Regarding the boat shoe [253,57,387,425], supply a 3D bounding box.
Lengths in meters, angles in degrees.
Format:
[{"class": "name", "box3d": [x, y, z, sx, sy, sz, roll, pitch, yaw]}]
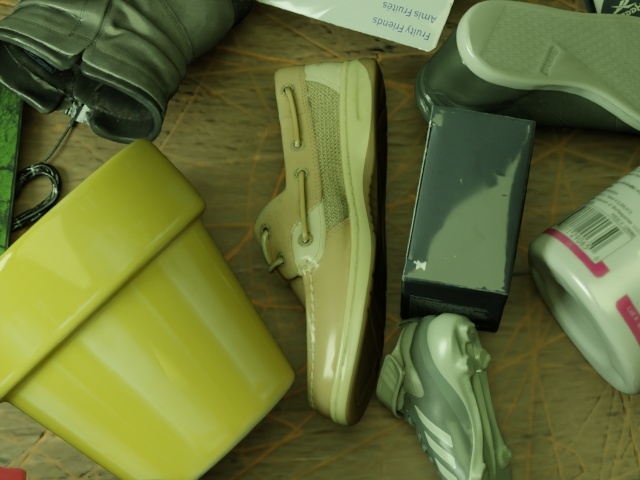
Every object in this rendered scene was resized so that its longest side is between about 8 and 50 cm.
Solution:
[{"class": "boat shoe", "box3d": [0.000, 0.000, 1.521, 0.110, 0.122, 0.341, -1, 65, 7]}]

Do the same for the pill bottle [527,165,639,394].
[{"class": "pill bottle", "box3d": [0.334, -0.008, 1.476, 0.283, 0.160, 0.160, -34, 76, -6]}]

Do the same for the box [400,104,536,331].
[{"class": "box", "box3d": [0.126, -0.015, 1.490, 0.093, 0.158, 0.156, 9, 76, 5]}]

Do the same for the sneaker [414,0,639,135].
[{"class": "sneaker", "box3d": [0.217, -0.136, 1.554, 0.295, 0.147, 0.105, 10, 70, -27]}]

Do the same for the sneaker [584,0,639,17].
[{"class": "sneaker", "box3d": [0.253, -0.249, 1.547, 0.094, 0.235, 0.153, -17, 84, 43]}]

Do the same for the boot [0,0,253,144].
[{"class": "boot", "box3d": [-0.246, -0.232, 1.541, 0.338, 0.118, 0.223, 25, 49, 13]}]

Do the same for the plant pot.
[{"class": "plant pot", "box3d": [-0.159, 0.084, 1.447, 0.254, 0.254, 0.239, -43, 93, -8]}]

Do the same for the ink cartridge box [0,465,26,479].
[{"class": "ink cartridge box", "box3d": [-0.317, 0.307, 1.368, 0.100, 0.172, 0.237, 13, 66, -34]}]

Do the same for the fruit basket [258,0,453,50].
[{"class": "fruit basket", "box3d": [0.016, -0.382, 1.577, 0.327, 0.165, 0.353, 21, 85, 24]}]

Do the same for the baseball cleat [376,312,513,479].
[{"class": "baseball cleat", "box3d": [0.109, 0.166, 1.497, 0.109, 0.072, 0.206, -7, 89, 37]}]

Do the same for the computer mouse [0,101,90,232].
[{"class": "computer mouse", "box3d": [-0.239, -0.108, 1.595, 0.071, 0.041, 0.242, 30, 79, 9]}]

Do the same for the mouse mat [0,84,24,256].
[{"class": "mouse mat", "box3d": [-0.351, -0.063, 1.593, 0.152, 0.007, 0.190, -1, 74, 14]}]
